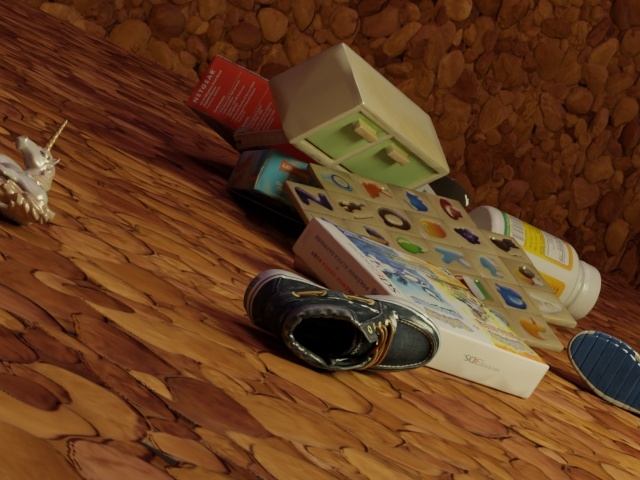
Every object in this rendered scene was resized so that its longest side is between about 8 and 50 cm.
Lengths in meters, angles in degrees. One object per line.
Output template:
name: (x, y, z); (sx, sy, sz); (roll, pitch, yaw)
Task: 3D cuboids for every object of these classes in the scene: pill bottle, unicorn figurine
pill bottle: (0.297, 0.039, 2.469); (0.208, 0.117, 0.117); (23, 7, -24)
unicorn figurine: (-0.241, -0.049, 1.307); (0.111, 0.060, 0.162); (23, 23, -32)

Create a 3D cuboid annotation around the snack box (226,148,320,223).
snack box: (0.053, -0.021, 2.107); (0.322, 0.060, 0.187); (25, -4, -13)

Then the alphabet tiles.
alphabet tiles: (0.126, 0.017, 1.940); (0.343, 0.011, 0.285); (13, 29, -34)

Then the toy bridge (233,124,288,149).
toy bridge: (-0.018, -0.142, 2.143); (0.188, 0.026, 0.063); (-11, 15, 14)

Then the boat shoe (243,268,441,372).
boat shoe: (0.031, 0.078, 1.339); (0.183, 0.065, 0.083); (16, 13, -31)

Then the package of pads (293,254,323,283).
package of pads: (0.018, 0.026, 1.760); (0.083, 0.032, 0.050); (29, 38, 18)

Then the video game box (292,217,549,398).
video game box: (0.096, 0.065, 1.653); (0.205, 0.048, 0.187); (20, 20, -43)

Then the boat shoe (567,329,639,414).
boat shoe: (0.358, 0.166, 1.975); (0.183, 0.066, 0.066); (36, 1, -3)

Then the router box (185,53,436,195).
router box: (0.006, -0.108, 2.371); (0.301, 0.082, 0.335); (29, -5, 20)

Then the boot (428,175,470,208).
boot: (0.168, -0.069, 2.488); (0.106, 0.037, 0.114); (33, -9, 8)

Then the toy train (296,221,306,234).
toy train: (0.000, 0.000, 2.035); (0.024, 0.017, 0.083); (34, 0, -40)

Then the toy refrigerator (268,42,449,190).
toy refrigerator: (0.051, -0.129, 2.031); (0.269, 0.102, 0.094); (32, 36, -60)
